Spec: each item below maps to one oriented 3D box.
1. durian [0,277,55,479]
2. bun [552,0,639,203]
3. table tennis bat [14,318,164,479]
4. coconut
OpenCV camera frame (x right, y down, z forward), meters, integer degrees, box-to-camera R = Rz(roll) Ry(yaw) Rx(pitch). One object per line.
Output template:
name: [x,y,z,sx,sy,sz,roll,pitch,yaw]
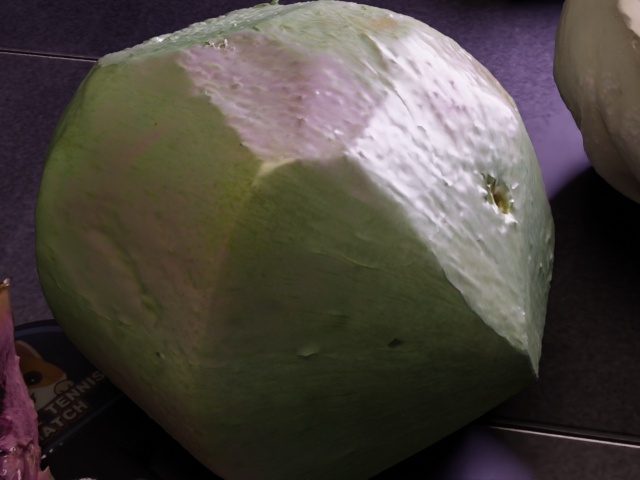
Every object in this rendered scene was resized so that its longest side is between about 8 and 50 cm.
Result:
durian: [-0.244,0.158,0.836,0.191,0.112,0.341,-15,49,-3]
bun: [0.344,-0.106,1.013,0.365,0.219,0.365,-3,26,1]
table tennis bat: [-0.151,0.126,0.942,0.150,0.027,0.236,-36,49,-28]
coconut: [0.000,0.000,0.886,0.329,0.281,0.328,21,13,-5]
